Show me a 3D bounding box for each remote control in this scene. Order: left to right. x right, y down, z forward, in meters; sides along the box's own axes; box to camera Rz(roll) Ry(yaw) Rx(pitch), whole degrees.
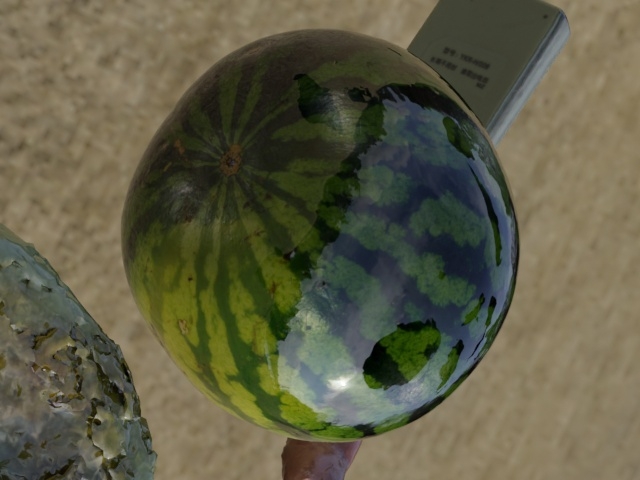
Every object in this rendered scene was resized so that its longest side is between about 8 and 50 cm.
[{"bbox_3d":[0.100,-0.102,1.666,0.285,0.123,0.038,-58,151,-15],"label":"remote control"}]

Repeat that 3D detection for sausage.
[{"bbox_3d":[0.030,0.138,1.867,0.078,0.078,0.304,90,18,-50],"label":"sausage"}]

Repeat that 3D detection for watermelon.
[{"bbox_3d":[0.000,0.000,1.359,0.285,0.285,0.285,-52,157,-33],"label":"watermelon"}]

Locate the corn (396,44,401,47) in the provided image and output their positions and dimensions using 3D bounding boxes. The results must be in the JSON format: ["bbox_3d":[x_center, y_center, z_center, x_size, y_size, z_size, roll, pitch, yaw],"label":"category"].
[{"bbox_3d":[-0.013,-0.074,1.930,0.305,0.106,0.106,-43,162,7],"label":"corn"}]

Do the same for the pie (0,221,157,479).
[{"bbox_3d":[-0.234,0.115,0.920,0.296,0.371,0.078,-52,-163,-4],"label":"pie"}]
